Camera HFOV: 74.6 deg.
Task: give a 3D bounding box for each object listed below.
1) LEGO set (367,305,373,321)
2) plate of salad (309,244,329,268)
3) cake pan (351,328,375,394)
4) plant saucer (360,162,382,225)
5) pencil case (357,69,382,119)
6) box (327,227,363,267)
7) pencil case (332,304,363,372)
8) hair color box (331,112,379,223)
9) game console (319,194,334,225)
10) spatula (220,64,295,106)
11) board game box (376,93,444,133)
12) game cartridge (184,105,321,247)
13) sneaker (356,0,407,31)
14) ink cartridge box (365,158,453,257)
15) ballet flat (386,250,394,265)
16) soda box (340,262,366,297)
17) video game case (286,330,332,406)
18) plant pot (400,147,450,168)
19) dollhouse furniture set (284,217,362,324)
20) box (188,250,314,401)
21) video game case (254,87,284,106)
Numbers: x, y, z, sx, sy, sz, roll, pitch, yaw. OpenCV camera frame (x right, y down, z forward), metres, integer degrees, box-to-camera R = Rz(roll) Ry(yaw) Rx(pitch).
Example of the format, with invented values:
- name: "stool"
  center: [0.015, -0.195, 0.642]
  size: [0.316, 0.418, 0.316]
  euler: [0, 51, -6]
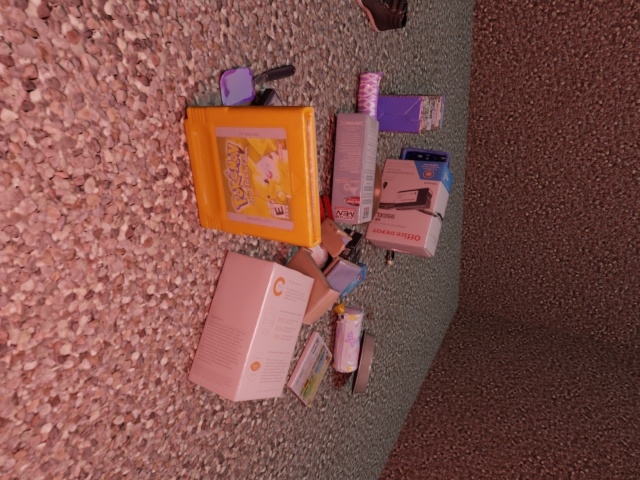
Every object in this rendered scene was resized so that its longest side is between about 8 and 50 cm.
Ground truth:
- name: "LEGO set"
  center: [0.242, 0.361, 2.060]
  size: [0.054, 0.023, 0.083]
  euler: [-8, 93, -61]
- name: "plate of salad"
  center: [0.000, 0.000, 1.490]
  size: [0.199, 0.048, 0.200]
  euler: [-24, 119, -56]
- name: "cake pan"
  center: [0.193, 0.547, 1.882]
  size: [0.293, 0.054, 0.294]
  euler: [12, 90, -85]
- name: "plant saucer"
  center: [0.186, -0.199, 1.757]
  size: [0.277, 0.041, 0.278]
  euler: [-25, 120, -55]
- name: "pencil case"
  center: [0.188, -0.536, 1.602]
  size: [0.086, 0.088, 0.206]
  euler: [-23, 119, -57]
- name: "box"
  center: [0.088, 0.072, 1.562]
  size: [0.147, 0.077, 0.180]
  euler: [-52, 156, -43]
- name: "pencil case"
  center: [0.112, 0.407, 1.750]
  size: [0.124, 0.113, 0.274]
  euler: [-33, 129, -68]
- name: "hair color box"
  center: [0.126, -0.254, 1.522]
  size: [0.185, 0.113, 0.375]
  euler: [-17, 111, -68]
- name: "game console"
  center: [-0.006, -0.076, 1.421]
  size: [0.124, 0.085, 0.144]
  euler: [-14, 92, -13]
- name: "spatula"
  center: [-0.152, -0.425, 1.104]
  size: [0.296, 0.030, 0.084]
  euler: [-44, 141, -46]
- name: "board game box"
  center: [0.358, -0.534, 1.752]
  size: [0.291, 0.231, 0.141]
  euler: [-28, 124, -53]
- name: "game cartridge"
  center: [-0.152, -0.141, 0.905]
  size: [0.052, 0.323, 0.286]
  euler: [-37, 129, -53]
- name: "sneaker"
  center: [0.225, -0.864, 1.500]
  size: [0.295, 0.146, 0.105]
  euler: [26, 79, -58]
- name: "ink cartridge box"
  center: [0.401, -0.149, 1.896]
  size: [0.166, 0.285, 0.396]
  euler: [32, 71, -57]
- name: "ballet flat"
  center: [0.374, 0.045, 2.150]
  size: [0.057, 0.049, 0.173]
  euler: [17, 84, -59]
- name: "soda box"
  center: [0.111, 0.154, 1.710]
  size: [0.210, 0.071, 0.067]
  euler: [-29, 126, -54]
- name: "video game case"
  center: [-0.036, 0.495, 1.614]
  size: [0.227, 0.026, 0.206]
  euler: [-61, 146, -30]
- name: "plant pot"
  center: [0.525, -0.316, 2.124]
  size: [0.212, 0.235, 0.236]
  euler: [21, 81, -67]
- name: "dollhouse furniture set"
  center: [0.068, 0.136, 1.345]
  size: [0.286, 0.198, 0.303]
  euler: [-48, 138, 15]
- name: "box"
  center: [-0.178, 0.230, 1.139]
  size: [0.215, 0.168, 0.346]
  euler: [31, 73, -58]
- name: "video game case"
  center: [-0.135, -0.229, 1.169]
  size: [0.249, 0.035, 0.275]
  euler: [-63, 149, -17]
